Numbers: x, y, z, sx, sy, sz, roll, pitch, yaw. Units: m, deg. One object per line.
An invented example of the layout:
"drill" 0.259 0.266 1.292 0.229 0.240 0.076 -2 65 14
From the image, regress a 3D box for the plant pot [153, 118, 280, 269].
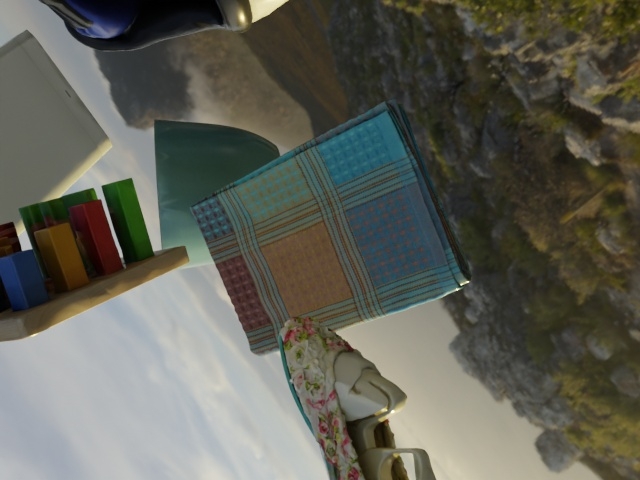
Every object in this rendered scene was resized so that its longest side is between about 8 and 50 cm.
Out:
"plant pot" -0.197 -0.094 1.324 0.293 0.235 0.293 175 90 -78

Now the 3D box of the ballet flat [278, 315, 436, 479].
"ballet flat" 0.042 0.157 0.512 0.091 0.077 0.241 9 -126 -55

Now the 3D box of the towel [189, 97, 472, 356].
"towel" 0.000 0.000 0.969 0.040 0.370 0.271 -24 -90 -63

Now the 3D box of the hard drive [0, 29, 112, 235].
"hard drive" -0.439 -0.120 0.911 0.040 0.307 0.203 -7 127 36

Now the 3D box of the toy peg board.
"toy peg board" -0.217 0.013 0.510 0.160 0.161 0.079 -29 -74 -57

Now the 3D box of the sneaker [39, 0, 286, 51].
"sneaker" -0.107 -0.213 0.351 0.315 0.182 0.127 45 169 20
